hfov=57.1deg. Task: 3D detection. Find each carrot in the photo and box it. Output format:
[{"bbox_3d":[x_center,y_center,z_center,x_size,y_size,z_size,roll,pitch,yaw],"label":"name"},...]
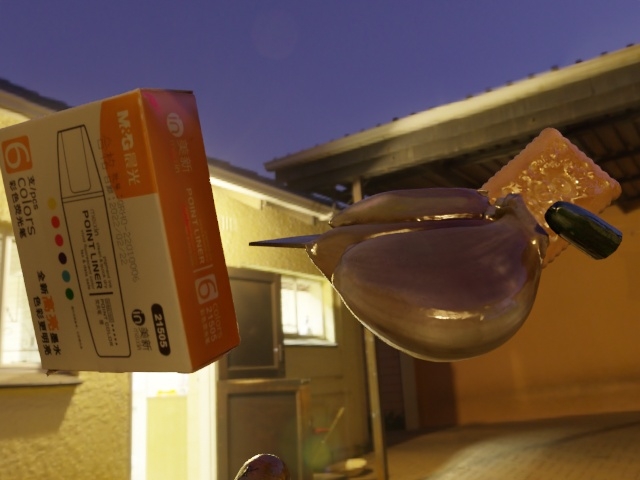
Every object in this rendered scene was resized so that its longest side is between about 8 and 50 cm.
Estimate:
[{"bbox_3d":[-0.113,0.381,0.736,0.078,0.078,0.298,-8,16,19],"label":"carrot"}]

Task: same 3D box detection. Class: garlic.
[{"bbox_3d":[0.150,0.039,0.780,0.325,0.279,0.132,-14,-54,-2],"label":"garlic"}]

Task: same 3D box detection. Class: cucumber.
[{"bbox_3d":[0.317,-0.015,0.724,0.105,0.048,0.048,29,-23,-14],"label":"cucumber"}]

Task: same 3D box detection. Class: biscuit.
[{"bbox_3d":[0.329,-0.054,0.907,0.250,0.160,0.030,-40,-15,-11],"label":"biscuit"}]

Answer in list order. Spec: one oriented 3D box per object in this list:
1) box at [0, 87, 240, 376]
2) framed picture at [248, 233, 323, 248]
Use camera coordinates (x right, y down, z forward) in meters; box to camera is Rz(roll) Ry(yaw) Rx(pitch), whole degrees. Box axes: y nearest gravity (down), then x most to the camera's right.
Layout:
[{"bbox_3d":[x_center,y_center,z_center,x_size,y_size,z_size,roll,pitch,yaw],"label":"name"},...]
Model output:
[{"bbox_3d":[-0.212,-0.004,0.609,0.221,0.273,0.091,-8,5,28],"label":"box"},{"bbox_3d":[0.000,0.000,0.948,0.136,0.010,0.201,2,5,32],"label":"framed picture"}]
